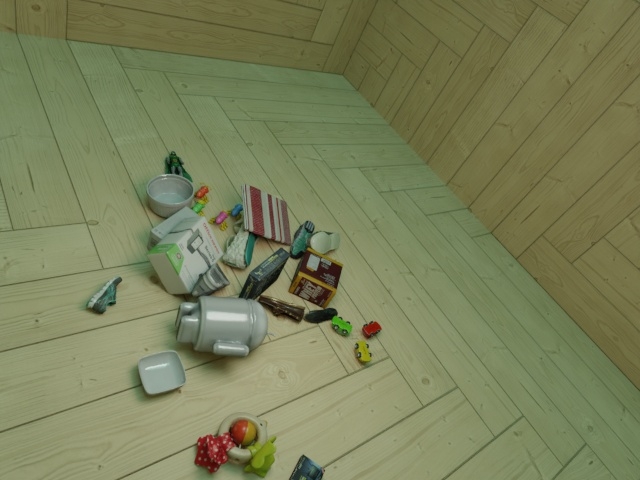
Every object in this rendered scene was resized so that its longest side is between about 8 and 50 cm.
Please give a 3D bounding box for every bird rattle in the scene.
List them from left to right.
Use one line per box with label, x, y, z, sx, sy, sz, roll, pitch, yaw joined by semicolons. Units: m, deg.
bird rattle;-0.265;0.653;1.430;0.253;0.143;0.207;11;30;-3

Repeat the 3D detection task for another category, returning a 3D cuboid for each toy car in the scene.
toy car;0.143;0.411;1.957;0.225;0.053;0.239;31;39;1

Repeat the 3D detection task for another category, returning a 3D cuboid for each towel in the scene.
towel;-0.257;-0.117;2.117;0.329;0.037;0.237;21;55;-55

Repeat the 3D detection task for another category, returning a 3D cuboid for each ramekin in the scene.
ramekin;-0.681;-0.196;2.020;0.207;0.109;0.207;9;45;-10

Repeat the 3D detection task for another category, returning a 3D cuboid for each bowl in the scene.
bowl;-0.535;0.450;1.493;0.142;0.053;0.142;-7;52;-36

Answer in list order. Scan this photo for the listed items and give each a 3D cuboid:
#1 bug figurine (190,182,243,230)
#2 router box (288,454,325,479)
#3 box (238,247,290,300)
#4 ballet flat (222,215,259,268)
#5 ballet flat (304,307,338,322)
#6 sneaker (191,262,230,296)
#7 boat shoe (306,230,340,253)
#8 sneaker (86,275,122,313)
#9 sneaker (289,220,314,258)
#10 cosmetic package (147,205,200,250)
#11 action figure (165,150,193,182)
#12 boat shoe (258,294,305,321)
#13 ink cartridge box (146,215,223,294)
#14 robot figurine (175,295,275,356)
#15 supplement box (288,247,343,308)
bug figurine;-0.508;-0.162;2.141;0.279;0.072;0.216;27;39;-5
router box;-0.051;0.783;1.453;0.092;0.038;0.122;33;39;4
box;-0.239;0.152;1.889;0.059;0.183;0.232;38;41;8
ballet flat;-0.356;-0.032;2.063;0.147;0.147;0.409;23;39;-9
ballet flat;-0.001;0.331;1.967;0.173;0.057;0.049;0;8;-33
sneaker;-0.441;0.161;1.752;0.105;0.115;0.281;56;-1;2
boat shoe;0.000;0.005;2.205;0.091;0.109;0.305;6;6;26
sneaker;-0.770;0.201;1.616;0.076;0.065;0.166;42;41;-12
sneaker;-0.104;0.006;2.228;0.083;0.098;0.224;40;58;-21
cosmetic package;-0.627;-0.038;1.902;0.085;0.117;0.231;35;41;6
action figure;-0.732;-0.375;2.239;0.137;0.063;0.232;-2;45;-29
boat shoe;-0.167;0.288;1.880;0.207;0.073;0.073;19;81;-5
ink cartridge box;-0.535;0.054;1.786;0.114;0.198;0.273;-6;31;26
robot figurine;-0.347;0.310;1.641;0.353;0.200;0.300;8;33;-24
supplement box;-0.019;0.172;2.046;0.191;0.129;0.194;26;39;-6
